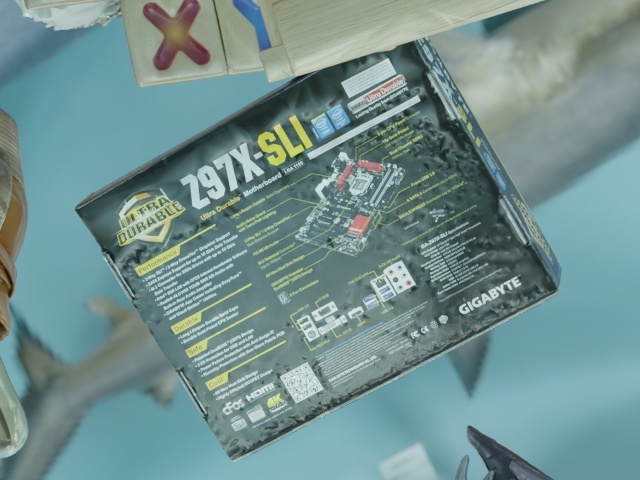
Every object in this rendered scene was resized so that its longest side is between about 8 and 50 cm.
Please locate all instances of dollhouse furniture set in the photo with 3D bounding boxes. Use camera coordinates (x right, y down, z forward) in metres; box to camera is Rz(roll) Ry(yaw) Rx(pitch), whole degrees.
[{"bbox_3d":[0.024,-0.132,0.663,0.144,0.123,0.151,-16,-175,10],"label":"dollhouse furniture set"}]

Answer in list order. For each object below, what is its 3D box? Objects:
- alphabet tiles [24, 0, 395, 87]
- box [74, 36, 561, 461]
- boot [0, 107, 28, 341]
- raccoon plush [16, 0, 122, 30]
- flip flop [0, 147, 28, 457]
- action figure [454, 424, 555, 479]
[{"bbox_3d":[-0.066,-0.272,1.183,0.285,0.342,0.011,-10,174,-20],"label":"alphabet tiles"},{"bbox_3d":[0.000,0.000,1.562,0.322,0.257,0.079,-29,-173,14],"label":"box"},{"bbox_3d":[-0.359,-0.044,1.521,0.109,0.220,0.283,-30,137,31],"label":"boot"},{"bbox_3d":[-0.086,-0.210,1.638,0.446,0.216,0.299,-13,147,-25],"label":"raccoon plush"},{"bbox_3d":[-0.210,-0.011,1.088,0.080,0.277,0.112,-20,-177,-22],"label":"flip flop"},{"bbox_3d":[0.049,0.251,1.078,0.285,0.099,0.185,-56,-179,-2],"label":"action figure"}]
